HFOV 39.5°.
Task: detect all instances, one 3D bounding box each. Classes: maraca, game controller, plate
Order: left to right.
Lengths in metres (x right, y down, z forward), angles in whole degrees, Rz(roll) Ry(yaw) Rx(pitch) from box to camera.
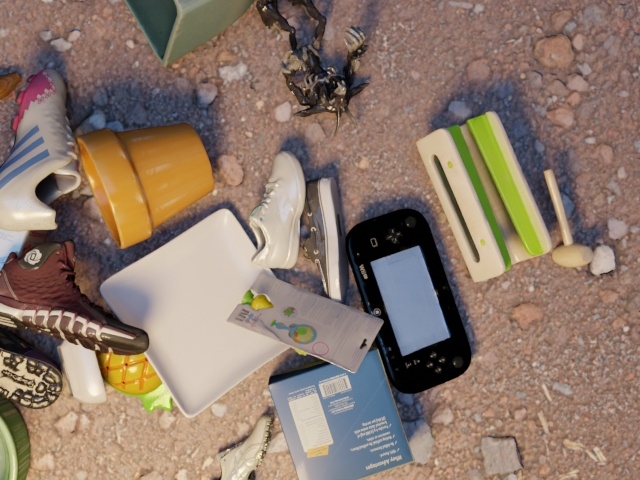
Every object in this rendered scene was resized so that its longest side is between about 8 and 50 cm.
[{"bbox_3d":[-0.317,0.221,1.570,0.186,0.099,0.127,44,98,-4],"label":"maraca"},{"bbox_3d":[-0.201,0.124,1.568,0.277,0.045,0.278,-34,89,-23],"label":"plate"},{"bbox_3d":[0.155,0.107,1.587,0.167,0.067,0.319,-18,88,-27],"label":"game controller"}]

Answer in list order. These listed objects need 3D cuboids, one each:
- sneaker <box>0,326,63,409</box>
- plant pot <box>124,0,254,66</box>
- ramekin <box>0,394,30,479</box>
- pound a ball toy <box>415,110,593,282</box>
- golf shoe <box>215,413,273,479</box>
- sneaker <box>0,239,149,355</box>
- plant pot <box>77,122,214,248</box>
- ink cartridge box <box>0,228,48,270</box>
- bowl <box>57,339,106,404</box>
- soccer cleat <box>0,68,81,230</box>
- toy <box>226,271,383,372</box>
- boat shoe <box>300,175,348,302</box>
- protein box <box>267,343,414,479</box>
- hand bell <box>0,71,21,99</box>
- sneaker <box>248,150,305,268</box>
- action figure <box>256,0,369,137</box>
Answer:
[{"bbox_3d":[-0.578,0.191,1.534,0.283,0.124,0.107,36,90,-17],"label":"sneaker"},{"bbox_3d":[-0.208,-0.492,1.534,0.252,0.247,0.247,-29,89,-20],"label":"plant pot"},{"bbox_3d":[-0.653,0.379,1.532,0.304,0.148,0.303,0,88,-1],"label":"ramekin"},{"bbox_3d":[0.322,-0.066,1.597,0.208,0.136,0.319,-22,89,-27],"label":"pound a ball toy"},{"bbox_3d":[-0.143,0.384,1.588,0.086,0.069,0.176,22,87,5],"label":"golf shoe"},{"bbox_3d":[-0.400,0.081,1.460,0.282,0.106,0.162,16,66,-2],"label":"sneaker"},{"bbox_3d":[-0.294,-0.113,1.545,0.188,0.205,0.205,-22,89,-18],"label":"plant pot"},{"bbox_3d":[-0.573,0.033,1.555,0.128,0.128,0.176,17,88,-1],"label":"ink cartridge box"},{"bbox_3d":[-0.416,0.219,1.542,0.053,0.142,0.141,-15,88,-23],"label":"bowl"},{"bbox_3d":[-0.465,-0.152,1.527,0.143,0.116,0.331,8,58,2],"label":"soccer cleat"},{"bbox_3d":[-0.027,0.151,1.534,0.237,0.056,0.137,23,44,11],"label":"toy"},{"bbox_3d":[0.000,0.000,1.600,0.076,0.080,0.228,-7,91,16],"label":"boat shoe"},{"bbox_3d":[0.033,0.309,1.557,0.200,0.136,0.201,-18,89,-2],"label":"protein box"},{"bbox_3d":[-0.644,-0.231,1.591,0.242,0.126,0.126,-36,89,-15],"label":"hand bell"},{"bbox_3d":[-0.085,-0.056,1.581,0.094,0.080,0.212,3,89,-30],"label":"sneaker"},{"bbox_3d":[-0.007,-0.325,1.577,0.164,0.141,0.275,-27,87,-14],"label":"action figure"}]
